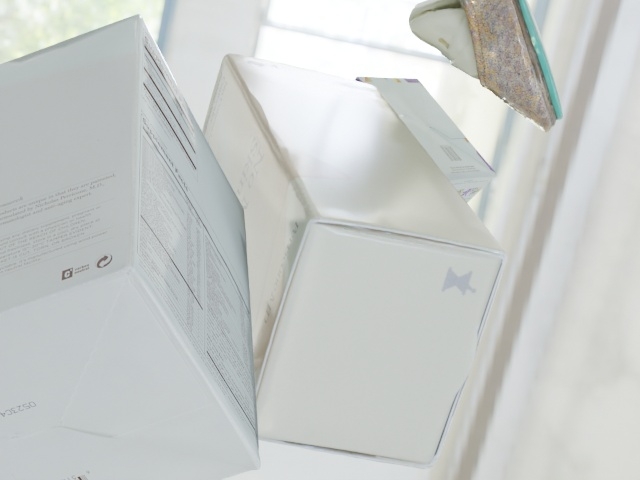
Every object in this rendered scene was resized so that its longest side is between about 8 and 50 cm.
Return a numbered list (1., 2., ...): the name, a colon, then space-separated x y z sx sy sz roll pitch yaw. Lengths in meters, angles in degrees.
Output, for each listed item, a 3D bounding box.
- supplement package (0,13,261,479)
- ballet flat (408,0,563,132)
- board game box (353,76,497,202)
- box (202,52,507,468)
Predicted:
1. supplement package: -0.148 0.026 0.791 0.203 0.194 0.149 -96 163 -50
2. ballet flat: 0.114 -0.227 1.298 0.107 0.106 0.316 -83 156 -69
3. board game box: 0.021 -0.027 1.631 0.275 0.144 0.142 -45 -108 25
4. box: 0.000 0.000 0.995 0.311 0.121 0.148 -119 -136 -65
